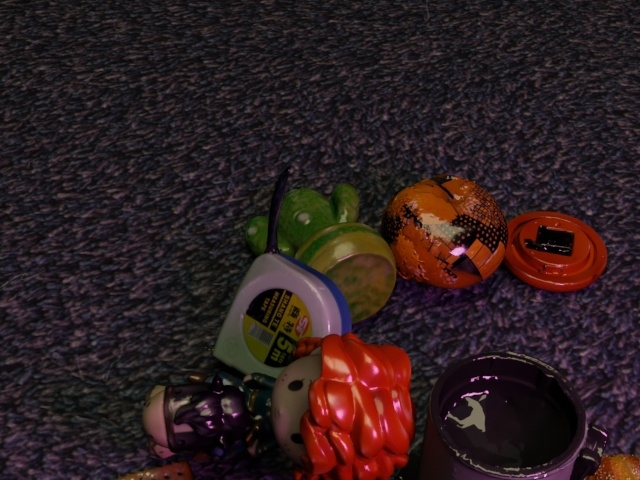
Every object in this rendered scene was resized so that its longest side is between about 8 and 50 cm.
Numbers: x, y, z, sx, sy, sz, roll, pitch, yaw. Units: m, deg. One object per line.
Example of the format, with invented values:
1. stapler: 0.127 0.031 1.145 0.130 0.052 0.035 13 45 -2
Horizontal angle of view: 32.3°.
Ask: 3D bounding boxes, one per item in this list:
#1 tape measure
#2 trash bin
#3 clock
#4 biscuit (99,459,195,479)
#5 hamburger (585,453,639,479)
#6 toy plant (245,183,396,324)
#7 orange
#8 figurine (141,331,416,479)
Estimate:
1. tape measure: -0.035 0.076 1.801 0.215 0.351 0.098 29 14 25
2. trash bin: 0.248 0.324 1.588 0.277 0.262 0.217 21 46 19
3. clock: 0.438 0.017 2.089 0.205 0.051 0.205 3 43 -3
4. biscuit: -0.289 0.405 1.643 0.231 0.016 0.139 -13 46 -18
5. hamburger: 0.449 0.392 1.655 0.137 0.087 0.166 0 44 -4
6. toy plant: 0.000 0.000 1.998 0.224 0.184 0.316 -33 41 -6
7. orange: 0.225 -0.011 2.009 0.234 0.182 0.234 8 33 -5
8. figurine: -0.066 0.251 1.609 0.412 0.306 0.241 0 67 6
